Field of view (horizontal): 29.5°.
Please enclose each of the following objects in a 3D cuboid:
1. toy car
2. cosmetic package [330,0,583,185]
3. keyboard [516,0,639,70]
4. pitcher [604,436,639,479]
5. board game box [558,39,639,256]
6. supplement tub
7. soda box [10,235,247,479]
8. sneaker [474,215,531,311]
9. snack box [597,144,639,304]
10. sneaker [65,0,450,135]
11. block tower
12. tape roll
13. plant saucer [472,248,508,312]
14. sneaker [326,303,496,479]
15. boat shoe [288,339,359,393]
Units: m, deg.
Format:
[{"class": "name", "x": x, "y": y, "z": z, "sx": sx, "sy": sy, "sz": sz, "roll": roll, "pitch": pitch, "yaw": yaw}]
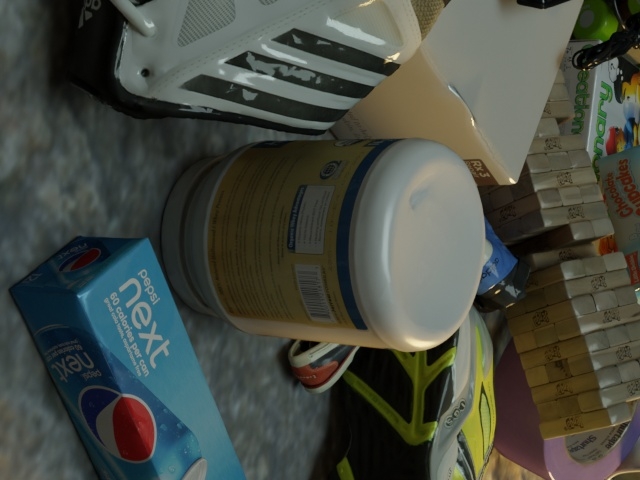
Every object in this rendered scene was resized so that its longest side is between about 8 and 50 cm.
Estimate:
[{"class": "toy car", "x": 0.381, "y": -0.307, "z": 1.409, "sx": 0.155, "sy": 0.149, "sz": 0.188, "roll": 15, "pitch": 68, "yaw": -41}, {"class": "cosmetic package", "x": 0.123, "y": -0.256, "z": 1.053, "sx": 0.217, "sy": 0.156, "sz": 0.385, "roll": 51, "pitch": 54, "yaw": -40}, {"class": "keyboard", "x": 0.243, "y": -0.244, "z": 1.062, "sx": 0.317, "sy": 0.033, "sz": 0.202, "roll": -28, "pitch": 111, "yaw": -51}, {"class": "pitcher", "x": 0.354, "y": 0.243, "z": 1.412, "sx": 0.125, "sy": 0.178, "sz": 0.207, "roll": 41, "pitch": 36, "yaw": -13}, {"class": "board game box", "x": 0.324, "y": -0.057, "z": 1.405, "sx": 0.193, "sy": 0.053, "sz": 0.305, "roll": 16, "pitch": 80, "yaw": -51}, {"class": "supplement tub", "x": 0.000, "y": 0.000, "z": 0.866, "sx": 0.144, "sy": 0.199, "sz": 0.144, "roll": -5, "pitch": 96, "yaw": -53}, {"class": "soda box", "x": -0.124, "y": 0.103, "z": 0.820, "sx": 0.071, "sy": 0.067, "sz": 0.210, "roll": -44, "pitch": 124, "yaw": -42}, {"class": "sneaker", "x": 0.146, "y": 0.015, "z": 1.114, "sx": 0.058, "sy": 0.152, "sz": 0.084, "roll": -41, "pitch": 109, "yaw": 9}, {"class": "snack box", "x": 0.405, "y": 0.061, "z": 1.366, "sx": 0.322, "sy": 0.060, "sz": 0.187, "roll": 48, "pitch": 30, "yaw": -42}, {"class": "sneaker", "x": -0.112, "y": -0.228, "z": 0.734, "sx": 0.447, "sy": 0.169, "sz": 0.257, "roll": 40, "pitch": 87, "yaw": -22}, {"class": "block tower", "x": 0.219, "y": 0.010, "z": 1.146, "sx": 0.097, "sy": 0.091, "sz": 0.335, "roll": -8, "pitch": 78, "yaw": -35}, {"class": "tape roll", "x": 0.266, "y": 0.160, "z": 1.277, "sx": 0.189, "sy": 0.080, "sz": 0.189, "roll": -17, "pitch": 117, "yaw": -38}, {"class": "plant saucer", "x": 0.184, "y": -0.009, "z": 1.246, "sx": 0.168, "sy": 0.029, "sz": 0.168, "roll": -6, "pitch": 97, "yaw": -52}, {"class": "sneaker", "x": 0.084, "y": 0.223, "z": 1.036, "sx": 0.147, "sy": 0.145, "sz": 0.385, "roll": 35, "pitch": 66, "yaw": -47}, {"class": "boat shoe", "x": 0.018, "y": 0.065, "z": 1.021, "sx": 0.137, "sy": 0.049, "sz": 0.043, "roll": -52, "pitch": 128, "yaw": -31}]
